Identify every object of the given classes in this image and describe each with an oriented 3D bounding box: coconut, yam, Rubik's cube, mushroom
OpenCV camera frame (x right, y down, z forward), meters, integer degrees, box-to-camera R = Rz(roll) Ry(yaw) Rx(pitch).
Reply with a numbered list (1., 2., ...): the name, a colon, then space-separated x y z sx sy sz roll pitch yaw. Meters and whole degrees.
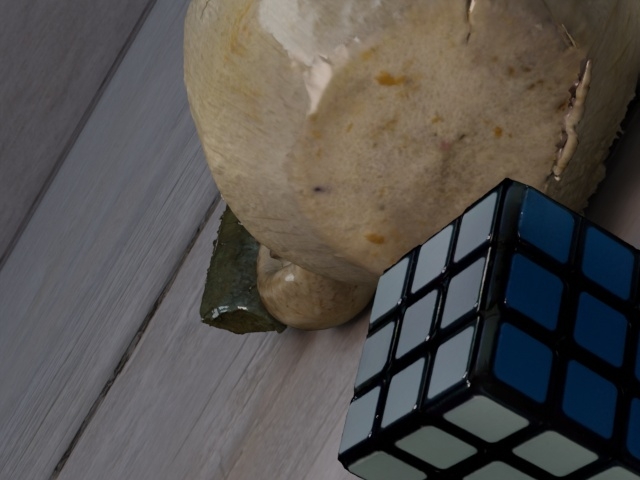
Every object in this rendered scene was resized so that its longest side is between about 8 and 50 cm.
1. coconut: 0.069 -0.150 1.326 0.346 0.346 0.360 -54 25 20
2. yam: -0.057 0.010 1.780 0.106 0.106 0.259 -45 24 40
3. Rubik's cube: 0.128 0.085 1.125 0.163 0.162 0.160 -40 28 49
4. mushroom: 0.000 0.000 1.621 0.166 0.127 0.166 -54 14 19
